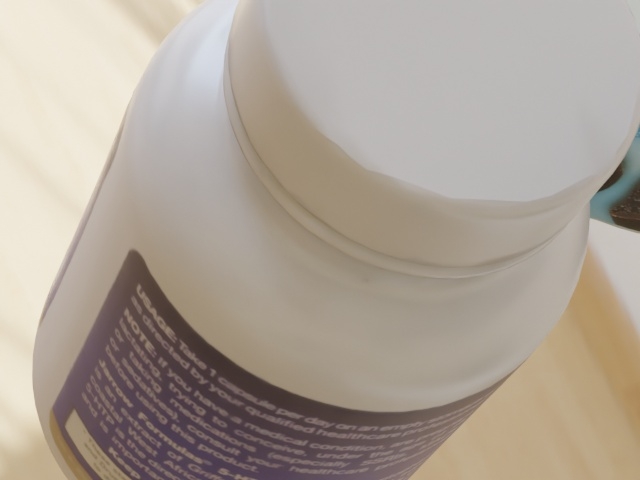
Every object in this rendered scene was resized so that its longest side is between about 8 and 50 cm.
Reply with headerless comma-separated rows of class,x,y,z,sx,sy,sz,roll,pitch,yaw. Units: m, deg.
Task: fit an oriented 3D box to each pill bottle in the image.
pill bottle,0.000,0.000,0.455,0.112,0.186,0.112,8,61,-15

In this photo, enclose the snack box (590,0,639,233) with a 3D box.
snack box,0.160,-0.076,0.616,0.322,0.060,0.187,16,52,-10
